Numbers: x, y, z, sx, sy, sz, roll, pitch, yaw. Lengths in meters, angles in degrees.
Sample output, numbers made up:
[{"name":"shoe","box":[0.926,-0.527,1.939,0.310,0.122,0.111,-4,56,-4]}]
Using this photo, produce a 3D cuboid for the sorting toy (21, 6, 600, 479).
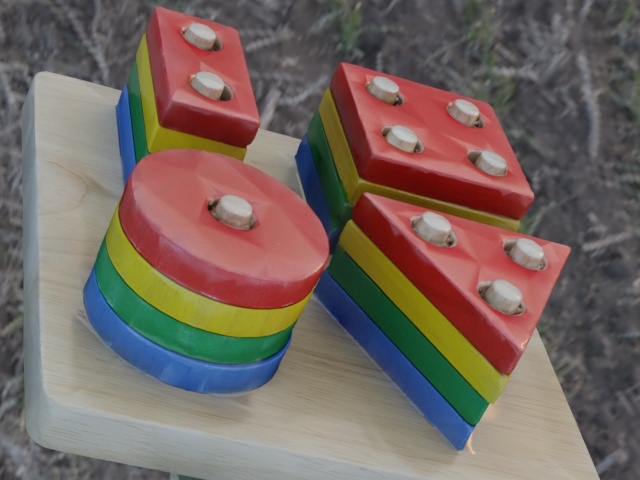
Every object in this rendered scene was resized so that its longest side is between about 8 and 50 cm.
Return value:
[{"name":"sorting toy","box":[0.000,0.000,0.729,0.257,0.089,0.255,14,32,-20]}]

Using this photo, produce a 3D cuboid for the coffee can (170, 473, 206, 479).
[{"name":"coffee can","box":[0.031,0.232,1.436,0.275,0.201,0.202,-13,71,-39]}]
